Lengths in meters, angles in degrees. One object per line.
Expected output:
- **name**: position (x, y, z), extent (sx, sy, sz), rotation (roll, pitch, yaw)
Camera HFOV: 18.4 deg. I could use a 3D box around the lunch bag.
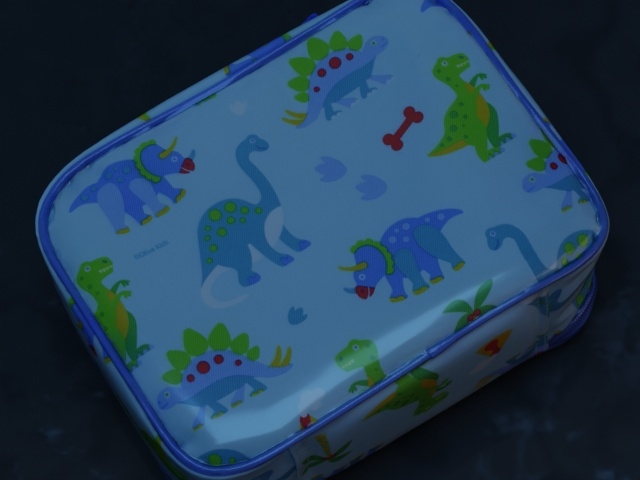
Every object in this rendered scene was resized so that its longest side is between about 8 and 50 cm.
- **lunch bag**: position (0.000, 0.000, 0.850), extent (0.219, 0.090, 0.176), rotation (-31, 68, -10)
